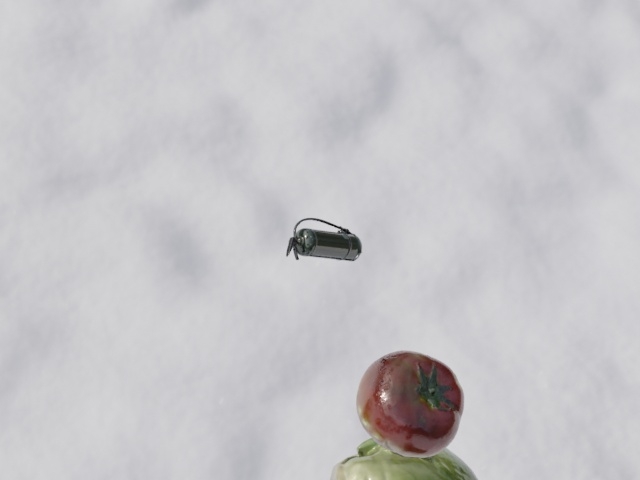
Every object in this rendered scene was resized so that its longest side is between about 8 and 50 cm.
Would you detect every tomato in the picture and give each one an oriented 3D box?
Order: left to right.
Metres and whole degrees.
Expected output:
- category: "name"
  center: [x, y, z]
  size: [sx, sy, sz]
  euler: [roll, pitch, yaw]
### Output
- category: "tomato"
  center: [0.069, 0.132, 0.835]
  size: [0.087, 0.075, 0.087]
  euler: [14, 58, -24]

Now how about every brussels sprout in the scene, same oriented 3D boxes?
- category: "brussels sprout"
  center: [0.123, 0.384, 1.475]
  size: [0.244, 0.244, 0.244]
  euler: [13, 47, -14]

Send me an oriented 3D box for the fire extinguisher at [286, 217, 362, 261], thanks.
- category: "fire extinguisher"
  center: [0.000, 0.000, 0.907]
  size: [0.083, 0.025, 0.038]
  euler: [5, 79, -47]
